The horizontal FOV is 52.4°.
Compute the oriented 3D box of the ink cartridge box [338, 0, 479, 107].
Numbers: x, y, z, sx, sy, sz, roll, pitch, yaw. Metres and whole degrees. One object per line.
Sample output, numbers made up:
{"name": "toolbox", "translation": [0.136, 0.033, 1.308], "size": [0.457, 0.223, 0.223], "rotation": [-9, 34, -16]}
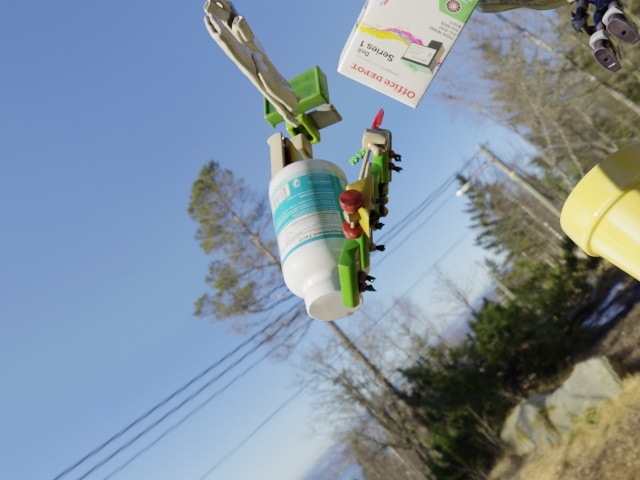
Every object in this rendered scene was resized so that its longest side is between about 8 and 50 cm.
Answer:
{"name": "ink cartridge box", "translation": [0.185, -0.456, 1.402], "size": [0.117, 0.201, 0.278], "rotation": [-79, 15, -54]}

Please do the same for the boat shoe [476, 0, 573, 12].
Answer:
{"name": "boat shoe", "translation": [0.447, -0.557, 1.400], "size": [0.089, 0.285, 0.104], "rotation": [27, -111, -49]}

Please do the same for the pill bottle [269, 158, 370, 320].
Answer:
{"name": "pill bottle", "translation": [0.000, 0.000, 1.101], "size": [0.146, 0.264, 0.146], "rotation": [-8, -35, -6]}

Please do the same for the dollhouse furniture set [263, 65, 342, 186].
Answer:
{"name": "dollhouse furniture set", "translation": [-0.014, -0.208, 1.490], "size": [0.151, 0.301, 0.197], "rotation": [-21, -38, 20]}

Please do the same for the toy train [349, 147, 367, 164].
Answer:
{"name": "toy train", "translation": [0.119, -0.254, 1.913], "size": [0.083, 0.023, 0.017], "rotation": [-40, -19, 14]}

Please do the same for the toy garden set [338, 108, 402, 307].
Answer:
{"name": "toy garden set", "translation": [0.077, -0.059, 0.882], "size": [0.203, 0.049, 0.244], "rotation": [81, -158, -55]}

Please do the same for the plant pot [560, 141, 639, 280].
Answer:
{"name": "plant pot", "translation": [0.660, -0.030, 1.302], "size": [0.254, 0.239, 0.254], "rotation": [-19, -40, -17]}

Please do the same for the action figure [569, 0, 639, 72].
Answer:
{"name": "action figure", "translation": [0.638, -0.513, 1.445], "size": [0.185, 0.099, 0.285], "rotation": [-50, 23, 51]}

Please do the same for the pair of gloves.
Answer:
{"name": "pair of gloves", "translation": [-0.101, -0.287, 0.999], "size": [0.042, 0.240, 0.204], "rotation": [-36, -55, 11]}
